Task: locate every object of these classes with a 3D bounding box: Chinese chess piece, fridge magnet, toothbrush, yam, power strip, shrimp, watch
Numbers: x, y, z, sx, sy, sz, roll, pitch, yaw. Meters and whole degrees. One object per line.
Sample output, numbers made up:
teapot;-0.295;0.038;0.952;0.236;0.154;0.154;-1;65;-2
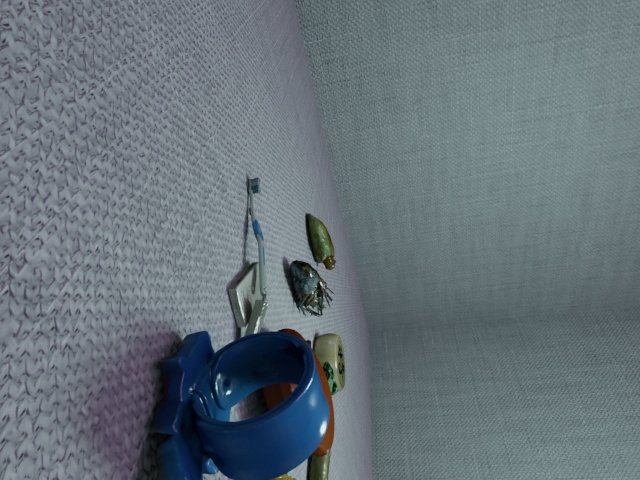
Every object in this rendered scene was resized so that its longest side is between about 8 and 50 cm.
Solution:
Chinese chess piece;0.042;0.544;2.003;0.257;0.104;0.258;-8;90;-79
fridge magnet;-0.059;0.428;1.285;0.363;0.155;0.364;-22;90;-85
toothbrush;-0.185;-0.019;1.309;0.040;0.040;0.387;62;19;-62
yam;0.000;0.767;1.698;0.372;0.083;0.083;-85;164;-51
power strip;-0.171;0.224;1.157;0.048;0.030;0.191;86;17;-64
shrimp;-0.043;0.221;1.761;0.172;0.137;0.372;-48;133;-26
watch;-0.131;0.300;0.779;0.305;0.274;0.242;-89;168;-61

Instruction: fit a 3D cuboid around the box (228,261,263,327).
box;-0.195;0.142;1.221;0.198;0.029;0.109;-62;143;-71

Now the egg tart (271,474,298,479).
egg tart;-0.117;0.667;0.942;0.319;0.128;0.319;36;49;-55

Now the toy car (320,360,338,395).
toy car;-0.022;0.579;1.577;0.136;0.125;0.306;67;30;-50

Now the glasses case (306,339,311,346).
glasses case;-0.051;0.438;1.796;0.033;0.023;0.083;54;28;-58

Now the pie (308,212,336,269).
pie;-0.003;-0.009;2.225;0.274;0.105;0.257;71;1;-57
